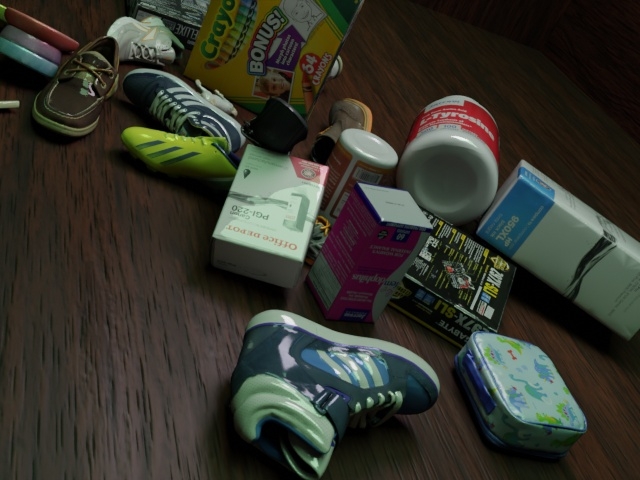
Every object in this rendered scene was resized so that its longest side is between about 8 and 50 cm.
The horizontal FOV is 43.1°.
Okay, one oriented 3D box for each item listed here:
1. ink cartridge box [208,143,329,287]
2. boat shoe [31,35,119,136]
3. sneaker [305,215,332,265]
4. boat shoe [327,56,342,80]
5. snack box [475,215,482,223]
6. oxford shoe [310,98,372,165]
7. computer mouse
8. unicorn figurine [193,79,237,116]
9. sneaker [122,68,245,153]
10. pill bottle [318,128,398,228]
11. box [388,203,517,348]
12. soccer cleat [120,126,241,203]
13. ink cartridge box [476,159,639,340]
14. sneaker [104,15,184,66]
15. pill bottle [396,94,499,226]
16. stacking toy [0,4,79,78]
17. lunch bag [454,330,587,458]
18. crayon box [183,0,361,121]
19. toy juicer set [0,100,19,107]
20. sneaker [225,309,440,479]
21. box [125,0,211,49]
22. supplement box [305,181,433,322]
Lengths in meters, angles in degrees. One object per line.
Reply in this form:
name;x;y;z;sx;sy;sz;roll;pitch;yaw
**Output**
ink cartridge box;-0.086;-0.044;1.396;0.159;0.092;0.218;16;56;0
boat shoe;-0.461;-0.314;1.578;0.123;0.123;0.342;24;29;-7
sneaker;0.000;0.000;1.507;0.215;0.083;0.084;24;28;-10
boat shoe;-0.085;-0.520;2.253;0.302;0.113;0.103;28;28;22
snack box;0.444;-0.013;1.963;0.064;0.022;0.178;-1;40;-44
oxford shoe;0.046;-0.241;1.892;0.133;0.130;0.363;10;31;-15
computer mouse;-0.068;-0.160;1.489;0.184;0.060;0.262;46;-16;-11
unicorn figurine;-0.248;-0.309;1.814;0.162;0.060;0.111;-2;40;-41
sneaker;-0.295;-0.249;1.641;0.282;0.099;0.153;30;27;-2
pill bottle;0.051;-0.098;1.567;0.121;0.216;0.121;21;30;-13
box;0.247;0.067;1.614;0.257;0.079;0.322;33;29;4
soccer cleat;-0.231;-0.161;1.529;0.289;0.121;0.093;25;28;-6
ink cartridge box;0.559;0.011;1.796;0.395;0.166;0.285;36;18;5
sneaker;-0.405;-0.452;1.882;0.121;0.099;0.262;36;31;6
pill bottle;0.318;-0.213;1.966;0.229;0.229;0.407;27;29;-1
stacking toy;-0.656;-0.412;1.643;0.309;0.130;0.279;26;3;-8
lunch bag;0.328;0.256;1.365;0.176;0.090;0.219;14;32;-25
crayon box;-0.110;-0.481;1.893;0.313;0.363;0.106;27;29;-1
toy juicer set;-0.713;-0.314;1.402;0.329;0.089;0.209;31;29;4
sneaker;0.026;0.244;1.114;0.323;0.130;0.236;23;39;-18
box;-0.361;-0.596;2.163;0.307;0.076;0.242;12;32;-26
supplement box;0.079;0.024;1.392;0.111;0.220;0.114;7;36;-32
